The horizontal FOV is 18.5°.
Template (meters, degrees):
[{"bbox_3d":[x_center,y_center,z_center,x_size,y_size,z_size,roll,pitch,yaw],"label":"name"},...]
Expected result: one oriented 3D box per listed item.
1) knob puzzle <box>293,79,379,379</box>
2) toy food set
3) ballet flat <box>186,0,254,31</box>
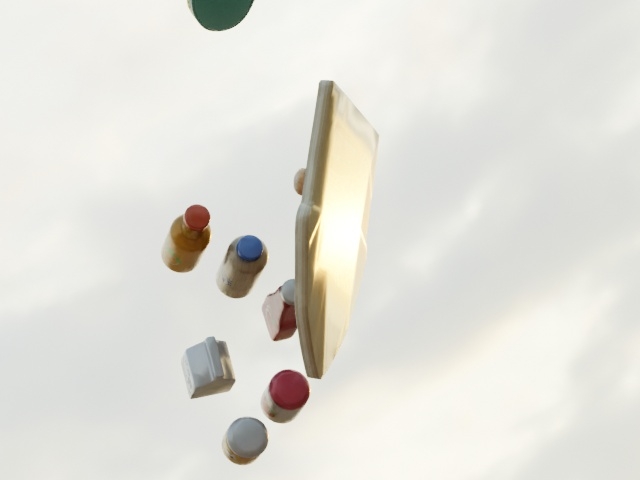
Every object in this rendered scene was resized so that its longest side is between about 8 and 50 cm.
[{"bbox_3d":[0.000,0.000,1.385,0.030,0.213,0.213,6,-21,13],"label":"knob puzzle"},{"bbox_3d":[-0.069,0.080,1.808,0.111,0.232,0.104,-10,-18,-16],"label":"toy food set"},{"bbox_3d":[-0.103,-0.291,1.954,0.077,0.077,0.231,-10,-20,-3],"label":"ballet flat"}]
